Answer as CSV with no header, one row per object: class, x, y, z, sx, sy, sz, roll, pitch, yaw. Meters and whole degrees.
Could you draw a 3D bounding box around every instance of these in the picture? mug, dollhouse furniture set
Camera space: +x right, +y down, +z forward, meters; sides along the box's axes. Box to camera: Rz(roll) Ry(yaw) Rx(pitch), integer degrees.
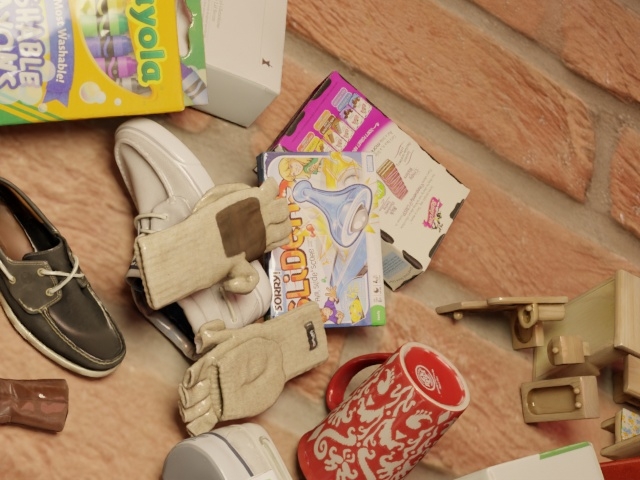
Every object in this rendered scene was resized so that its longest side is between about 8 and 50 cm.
mug,0.058,0.180,1.248,0.113,0.169,0.150,-8,54,-53
dollhouse furniture set,0.418,0.157,1.520,0.242,0.161,0.212,24,54,-21
dollhouse furniture set,0.236,0.145,1.436,0.123,0.144,0.151,1,80,-28

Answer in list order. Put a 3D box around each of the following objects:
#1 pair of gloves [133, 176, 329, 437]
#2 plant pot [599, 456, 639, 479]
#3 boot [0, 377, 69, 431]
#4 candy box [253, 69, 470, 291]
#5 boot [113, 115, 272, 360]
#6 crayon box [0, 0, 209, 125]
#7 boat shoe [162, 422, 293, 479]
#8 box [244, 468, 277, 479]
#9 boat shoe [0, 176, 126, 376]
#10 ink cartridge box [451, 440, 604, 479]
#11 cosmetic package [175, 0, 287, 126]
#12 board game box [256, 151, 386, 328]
pair of gloves,-0.091,0.063,1.222,0.204,0.042,0.240,-35,117,-40
plant pot,0.352,0.411,1.293,0.235,0.267,0.267,55,48,-13
boot,-0.288,0.175,1.124,0.114,0.037,0.106,14,61,-33
candy box,0.054,-0.074,1.461,0.233,0.071,0.159,41,51,-8
boot,-0.162,-0.001,1.256,0.123,0.095,0.258,-39,96,-41
crayon box,-0.263,-0.226,1.225,0.323,0.083,0.203,-8,100,-23
boat shoe,-0.010,0.343,1.170,0.156,0.136,0.367,-14,67,-48
box,-0.085,0.363,1.027,0.127,0.231,0.262,-18,76,-39
boat shoe,-0.274,0.036,1.179,0.233,0.079,0.084,52,48,-1
ink cartridge box,0.178,0.288,1.260,0.153,0.208,0.087,-7,73,-35
cosmetic package,-0.178,-0.353,1.440,0.284,0.097,0.377,17,57,-23
board game box,0.000,0.000,1.351,0.136,0.035,0.201,-2,83,-17
